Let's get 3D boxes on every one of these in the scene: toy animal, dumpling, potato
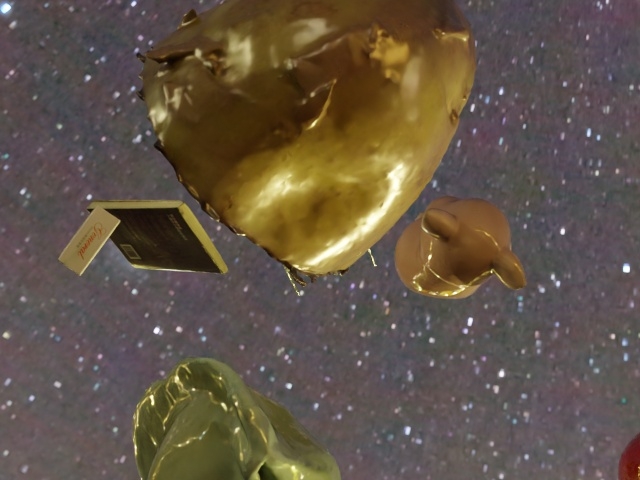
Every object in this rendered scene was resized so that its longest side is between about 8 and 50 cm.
[{"bbox_3d":[0.197,0.013,1.379,0.166,0.154,0.250,14,-14,-8],"label":"toy animal"},{"bbox_3d":[-0.111,0.284,1.022,0.270,0.212,0.320,30,-73,-3],"label":"dumpling"},{"bbox_3d":[0.021,-0.140,0.809,0.237,0.288,0.301,-37,-61,19],"label":"potato"}]

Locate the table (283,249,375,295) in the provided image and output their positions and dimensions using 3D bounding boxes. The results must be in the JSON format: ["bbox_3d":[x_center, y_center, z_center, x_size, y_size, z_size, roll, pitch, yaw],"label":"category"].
[{"bbox_3d":[0.000,0.000,1.535,0.146,0.062,0.175,-22,-39,1],"label":"table"}]

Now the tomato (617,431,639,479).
[{"bbox_3d":[0.581,0.364,1.341,0.226,0.298,0.298,34,-45,-29],"label":"tomato"}]

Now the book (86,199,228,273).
[{"bbox_3d":[-0.280,-0.005,1.565,0.228,0.024,0.160,1,-45,37],"label":"book"}]

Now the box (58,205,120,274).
[{"bbox_3d":[-0.351,-0.002,1.389,0.048,0.100,0.152,38,-7,-10],"label":"box"}]
